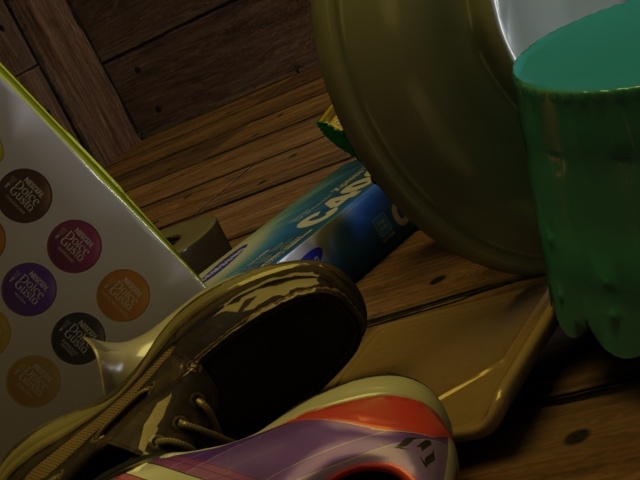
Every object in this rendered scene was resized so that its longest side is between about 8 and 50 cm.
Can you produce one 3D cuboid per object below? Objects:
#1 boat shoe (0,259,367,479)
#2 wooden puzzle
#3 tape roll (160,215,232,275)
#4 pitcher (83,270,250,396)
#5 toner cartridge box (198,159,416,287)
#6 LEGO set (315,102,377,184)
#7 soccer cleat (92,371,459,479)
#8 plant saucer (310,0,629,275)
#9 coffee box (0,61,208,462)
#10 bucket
[{"bbox_3d":[-0.104,0.157,0.997,0.355,0.132,0.130,-39,28,12],"label":"boat shoe"},{"bbox_3d":[0.082,0.110,0.999,0.239,0.044,0.221,-23,13,36],"label":"wooden puzzle"},{"bbox_3d":[-0.221,0.050,1.735,0.219,0.072,0.219,-25,13,6],"label":"tape roll"},{"bbox_3d":[-0.090,0.115,1.148,0.207,0.125,0.178,-19,-30,-13],"label":"pitcher"},{"bbox_3d":[0.000,0.000,1.489,0.165,0.075,0.348,-16,17,45],"label":"toner cartridge box"},{"bbox_3d":[0.163,-0.124,1.251,0.192,0.255,0.331,-53,9,-8],"label":"LEGO set"},{"bbox_3d":[-0.061,0.190,0.835,0.318,0.108,0.116,-24,22,9],"label":"soccer cleat"},{"bbox_3d":[0.183,-0.175,1.044,0.400,0.400,0.100,-36,10,-33],"label":"plant saucer"},{"bbox_3d":[-0.358,0.029,1.351,0.334,0.337,0.338,-44,14,-5],"label":"coffee box"},{"bbox_3d":[0.266,-0.060,0.869,0.281,0.183,0.281,-15,20,6],"label":"bucket"}]
